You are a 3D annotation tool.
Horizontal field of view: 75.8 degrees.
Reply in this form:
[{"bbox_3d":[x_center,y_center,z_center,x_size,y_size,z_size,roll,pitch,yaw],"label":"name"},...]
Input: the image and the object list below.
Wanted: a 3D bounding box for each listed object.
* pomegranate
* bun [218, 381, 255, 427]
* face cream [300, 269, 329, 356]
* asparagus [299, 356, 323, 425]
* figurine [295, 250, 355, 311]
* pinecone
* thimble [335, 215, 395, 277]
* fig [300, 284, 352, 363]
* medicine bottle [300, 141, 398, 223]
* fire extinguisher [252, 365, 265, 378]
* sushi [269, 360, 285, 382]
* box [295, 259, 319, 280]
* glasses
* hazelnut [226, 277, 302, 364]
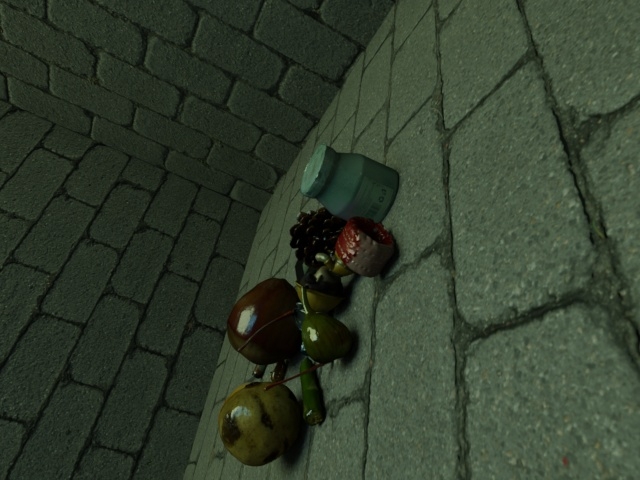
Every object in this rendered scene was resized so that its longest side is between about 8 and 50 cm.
[{"bbox_3d":[-0.205,0.612,1.391,0.281,0.280,0.281,-56,20,33],"label":"pomegranate"},{"bbox_3d":[-0.371,0.783,1.860,0.299,0.164,0.299,-54,23,36],"label":"bun"},{"bbox_3d":[-0.019,0.275,1.580,0.163,0.080,0.337,-45,28,48],"label":"face cream"},{"bbox_3d":[-0.037,0.500,1.384,0.278,0.059,0.068,-115,40,-69],"label":"asparagus"},{"bbox_3d":[0.030,0.140,1.443,0.257,0.192,0.167,-49,41,20],"label":"figurine"},{"bbox_3d":[0.003,-0.008,1.601,0.264,0.263,0.264,-56,20,33],"label":"pinecone"},{"bbox_3d":[0.139,0.017,1.290,0.125,0.162,0.190,-61,18,25],"label":"thimble"},{"bbox_3d":[-0.006,0.253,1.289,0.260,0.151,0.151,64,146,11],"label":"fig"},{"bbox_3d":[0.096,-0.203,1.481,0.245,0.289,0.245,-55,21,33],"label":"medicine bottle"},{"bbox_3d":[-0.281,0.592,2.035,0.178,0.050,0.062,-65,-21,2],"label":"fire extinguisher"},{"bbox_3d":[-0.180,0.563,1.757,0.118,0.061,0.060,-53,1,-26],"label":"sushi"},{"bbox_3d":[-0.043,0.116,1.901,0.212,0.058,0.350,-61,18,17],"label":"box"},{"bbox_3d":[-0.107,0.350,1.365,0.234,0.268,0.118,47,138,29],"label":"glasses"},{"bbox_3d":[-0.223,0.336,1.711,0.366,0.365,0.366,-56,20,33],"label":"hazelnut"}]
